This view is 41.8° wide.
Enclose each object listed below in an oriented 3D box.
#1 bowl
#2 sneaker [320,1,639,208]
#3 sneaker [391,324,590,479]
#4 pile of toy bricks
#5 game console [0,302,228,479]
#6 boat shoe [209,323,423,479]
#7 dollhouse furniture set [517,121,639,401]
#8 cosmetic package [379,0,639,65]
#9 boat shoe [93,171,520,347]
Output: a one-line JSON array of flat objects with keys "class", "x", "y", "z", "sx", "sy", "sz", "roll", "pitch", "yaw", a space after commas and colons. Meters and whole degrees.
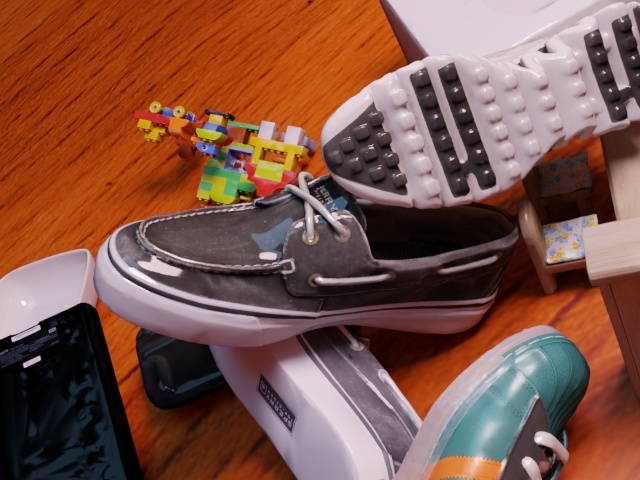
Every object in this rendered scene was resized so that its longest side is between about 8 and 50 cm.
[{"class": "bowl", "x": -0.309, "y": 0.086, "z": 0.937, "sx": 0.142, "sy": 0.053, "sz": 0.142, "roll": -16, "pitch": 46, "yaw": 18}, {"class": "sneaker", "x": 0.127, "y": -0.098, "z": 0.648, "sx": 0.292, "sy": 0.110, "sz": 0.118, "roll": -19, "pitch": 10, "yaw": -20}, {"class": "sneaker", "x": 0.102, "y": 0.199, "z": 0.555, "sx": 0.302, "sy": 0.108, "sz": 0.121, "roll": -51, "pitch": 46, "yaw": -7}, {"class": "pile of toy bricks", "x": -0.108, "y": -0.083, "z": 0.951, "sx": 0.212, "sy": 0.118, "sz": 0.105, "roll": 14, "pitch": 88, "yaw": 20}, {"class": "game console", "x": -0.148, "y": 0.129, "z": 0.791, "sx": 0.361, "sy": 0.044, "sz": 0.213, "roll": -24, "pitch": 57, "yaw": -1}, {"class": "boat shoe", "x": -0.008, "y": 0.097, "z": 0.700, "sx": 0.102, "sy": 0.108, "sz": 0.301, "roll": -10, "pitch": 40, "yaw": -33}, {"class": "dollhouse furniture set", "x": 0.254, "y": -0.031, "z": 0.621, "sx": 0.212, "sy": 0.161, "sz": 0.242, "roll": -13, "pitch": 46, "yaw": 21}, {"class": "cosmetic package", "x": 0.204, "y": -0.219, "z": 0.839, "sx": 0.224, "sy": 0.138, "sz": 0.224, "roll": -28, "pitch": 44, "yaw": 6}, {"class": "boat shoe", "x": 0.000, "y": 0.000, "z": 0.647, "sx": 0.335, "sy": 0.119, "sz": 0.121, "roll": 0, "pitch": 40, "yaw": -26}]
